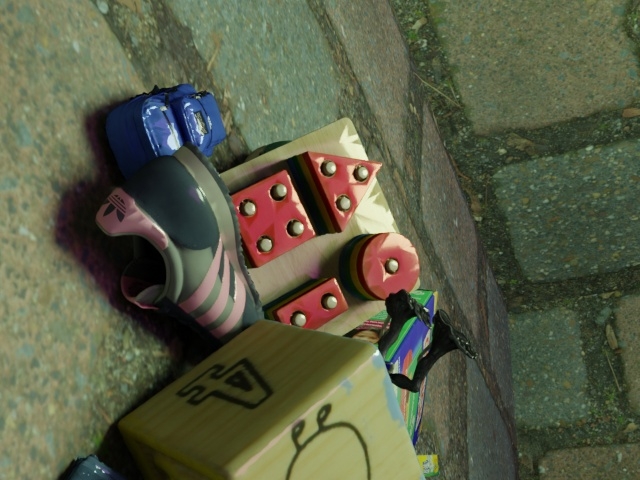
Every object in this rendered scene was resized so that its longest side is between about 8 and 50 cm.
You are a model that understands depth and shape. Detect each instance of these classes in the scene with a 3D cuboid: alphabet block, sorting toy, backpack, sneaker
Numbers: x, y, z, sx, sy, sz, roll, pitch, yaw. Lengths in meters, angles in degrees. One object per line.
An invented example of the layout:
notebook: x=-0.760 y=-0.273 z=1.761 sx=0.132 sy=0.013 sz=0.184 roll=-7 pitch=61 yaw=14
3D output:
alphabet block: x=-0.044 y=0.215 z=0.750 sx=0.197 sy=0.193 sz=0.192 roll=-36 pitch=114 yaw=-35
sorting toy: x=0.000 y=0.000 z=0.961 sx=0.256 sy=0.089 sz=0.257 roll=-28 pitch=99 yaw=-26
backpack: x=-0.169 y=-0.120 z=0.825 sx=0.120 sy=0.101 sz=0.097 roll=-42 pitch=113 yaw=-60
sneaker: x=-0.148 y=0.048 z=0.824 sx=0.131 sy=0.112 sz=0.319 roll=-33 pitch=134 yaw=-22

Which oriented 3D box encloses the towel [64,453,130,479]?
towel: x=-0.199 y=0.240 z=0.630 sx=0.067 sy=0.029 sz=0.119 roll=41 pitch=29 yaw=-13

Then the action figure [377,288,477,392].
action figure: x=0.046 y=0.188 z=0.914 sx=0.164 sy=0.275 sz=0.141 roll=38 pitch=15 yaw=-18

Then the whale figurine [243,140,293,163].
whale figurine: x=-0.013 y=-0.020 z=1.111 sx=0.216 sy=0.141 sz=0.272 roll=-72 pitch=142 yaw=-53

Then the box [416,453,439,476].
box: x=0.136 y=0.400 z=1.333 sx=0.179 sy=0.105 sz=0.043 roll=33 pitch=48 yaw=-61

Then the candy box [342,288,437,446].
candy box: x=0.085 y=0.240 z=1.167 sx=0.317 sy=0.122 sz=0.268 roll=-40 pitch=135 yaw=-67
